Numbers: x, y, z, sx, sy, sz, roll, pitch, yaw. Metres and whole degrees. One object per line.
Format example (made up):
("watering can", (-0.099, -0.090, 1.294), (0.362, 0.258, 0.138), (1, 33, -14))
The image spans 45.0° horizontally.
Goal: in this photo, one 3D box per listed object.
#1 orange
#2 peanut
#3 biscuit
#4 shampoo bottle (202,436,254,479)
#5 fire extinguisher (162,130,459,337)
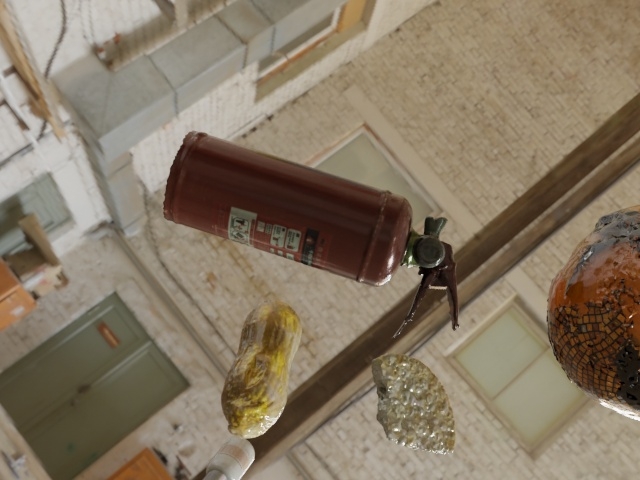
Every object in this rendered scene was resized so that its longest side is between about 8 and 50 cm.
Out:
("orange", (0.357, 0.076, 0.805), (0.234, 0.234, 0.182), (54, -12, -5))
("peanut", (-0.078, 0.171, 1.042), (0.087, 0.206, 0.087), (9, -39, 7))
("biscuit", (0.189, 0.348, 1.602), (0.265, 0.188, 0.040), (55, -34, -7))
("shampoo bottle", (-0.204, 0.486, 1.594), (0.074, 0.192, 0.073), (9, -64, 19))
("fire extinguisher", (0.000, 0.000, 0.827), (0.337, 0.147, 0.106), (19, 2, 4))
